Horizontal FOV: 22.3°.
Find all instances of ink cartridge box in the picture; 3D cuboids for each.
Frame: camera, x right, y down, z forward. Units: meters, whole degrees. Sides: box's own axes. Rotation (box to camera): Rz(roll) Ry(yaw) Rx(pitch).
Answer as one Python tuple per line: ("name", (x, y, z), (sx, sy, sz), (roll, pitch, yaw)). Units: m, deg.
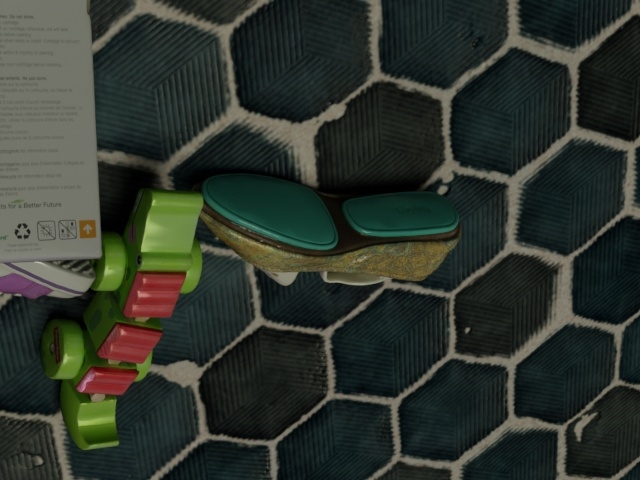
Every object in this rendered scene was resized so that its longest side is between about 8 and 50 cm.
("ink cartridge box", (-0.360, -0.128, 1.526), (0.303, 0.072, 0.307), (-3, 88, -29))

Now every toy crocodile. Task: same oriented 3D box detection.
("toy crocodile", (-0.209, 0.083, 1.748), (0.115, 0.105, 0.340), (7, 126, -34))

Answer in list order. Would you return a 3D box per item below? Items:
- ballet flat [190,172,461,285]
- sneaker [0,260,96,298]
("ballet flat", (0.000, 0.000, 1.834), (0.348, 0.123, 0.123), (2, 119, -31))
("sneaker", (-0.379, 0.032, 1.643), (0.282, 0.102, 0.161), (21, 112, -27))
